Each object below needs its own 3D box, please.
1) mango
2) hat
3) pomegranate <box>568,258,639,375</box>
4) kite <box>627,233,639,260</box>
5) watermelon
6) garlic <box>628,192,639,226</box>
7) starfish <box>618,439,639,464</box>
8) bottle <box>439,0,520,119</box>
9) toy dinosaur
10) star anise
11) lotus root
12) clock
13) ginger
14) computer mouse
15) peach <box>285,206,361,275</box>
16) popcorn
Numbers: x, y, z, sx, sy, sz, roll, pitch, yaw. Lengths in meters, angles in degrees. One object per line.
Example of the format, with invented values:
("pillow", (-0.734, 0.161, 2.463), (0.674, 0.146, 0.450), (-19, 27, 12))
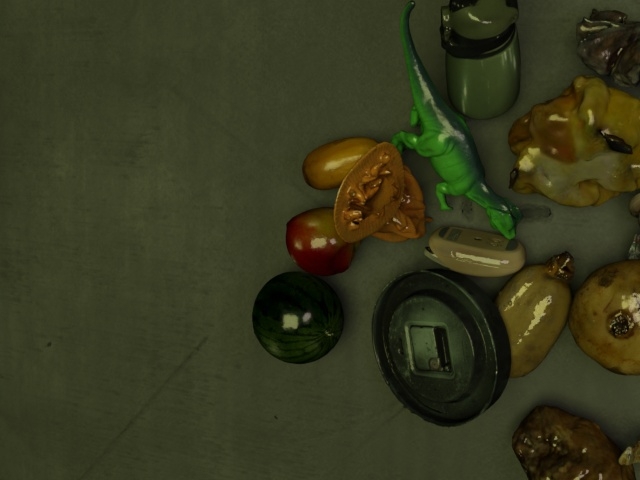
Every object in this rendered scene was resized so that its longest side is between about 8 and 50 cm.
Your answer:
("mango", (0.056, -0.200, 1.742), (0.219, 0.145, 0.113), (-18, 106, 20))
("hat", (0.197, -0.086, 1.679), (0.233, 0.233, 0.244), (3, 79, 52))
("pomegranate", (0.673, 0.164, 1.496), (0.260, 0.260, 0.261), (3, 98, 21))
("kite", (0.830, 0.040, 1.513), (0.285, 0.015, 0.152), (0, 130, 18))
("watermelon", (-0.059, 0.201, 1.791), (0.242, 0.242, 0.243), (3, 98, 21))
("garlic", (0.730, -0.061, 1.475), (0.131, 0.194, 0.127), (33, 82, 19))
("starfish", (0.807, 0.470, 1.541), (0.326, 0.094, 0.375), (-9, 93, -8))
("bottle", (0.346, -0.414, 1.480), (0.168, 0.347, 0.169), (-6, 66, 13))
("toy dinosaur", (0.302, -0.241, 1.527), (0.144, 0.500, 0.374), (-37, 56, -19))
("star anise", (0.673, -0.375, 1.440), (0.359, 0.315, 0.139), (-117, 27, -44))
("lotus root", (0.492, 0.170, 1.617), (0.169, 0.151, 0.343), (37, 109, 30))
("clock", (0.284, 0.254, 1.667), (0.386, 0.076, 0.386), (12, 107, 47))
("ginger", (0.604, 0.530, 1.602), (0.223, 0.269, 0.200), (28, 121, -26))
("computer mouse", (0.371, 0.030, 1.648), (0.236, 0.145, 0.082), (10, 116, 19))
("peach", (0.000, 0.000, 1.770), (0.197, 0.197, 0.198), (3, 98, 21))
("popcorn", (0.564, -0.220, 1.488), (0.315, 0.281, 0.297), (11, 133, 28))
